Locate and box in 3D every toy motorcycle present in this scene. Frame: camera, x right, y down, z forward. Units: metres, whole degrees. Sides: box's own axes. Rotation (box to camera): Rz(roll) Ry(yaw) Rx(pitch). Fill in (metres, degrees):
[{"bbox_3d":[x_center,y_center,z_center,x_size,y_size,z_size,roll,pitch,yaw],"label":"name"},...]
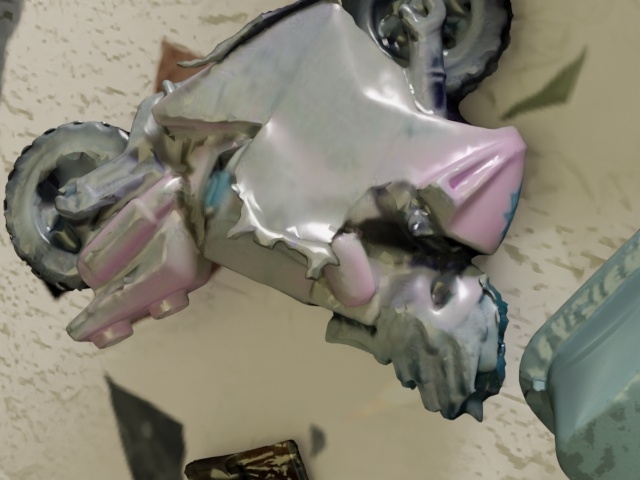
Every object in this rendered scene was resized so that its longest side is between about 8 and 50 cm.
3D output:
[{"bbox_3d":[-0.001,0.000,0.687,0.239,0.108,0.204,-30,83,21],"label":"toy motorcycle"}]

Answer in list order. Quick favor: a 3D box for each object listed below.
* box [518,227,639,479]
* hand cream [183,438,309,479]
[{"bbox_3d":[0.196,0.043,0.600,0.162,0.130,0.227,43,109,-2],"label":"box"},{"bbox_3d":[-0.020,0.179,0.750,0.062,0.039,0.163,-14,83,24],"label":"hand cream"}]
